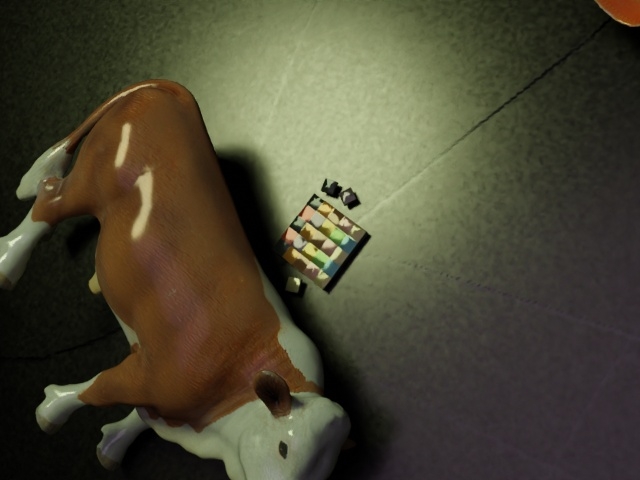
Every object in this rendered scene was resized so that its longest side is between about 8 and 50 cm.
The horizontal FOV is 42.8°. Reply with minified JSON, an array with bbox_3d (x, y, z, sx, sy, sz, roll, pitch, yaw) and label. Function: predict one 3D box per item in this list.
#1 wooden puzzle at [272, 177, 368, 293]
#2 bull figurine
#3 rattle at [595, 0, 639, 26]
[{"bbox_3d":[0.000,0.000,0.561,0.049,0.006,0.083,38,91,24],"label":"wooden puzzle"},{"bbox_3d":[-0.101,0.047,0.535,0.188,0.101,0.310,-26,70,14],"label":"bull figurine"},{"bbox_3d":[0.243,-0.080,0.482,0.200,0.142,0.130,23,52,38],"label":"rattle"}]
